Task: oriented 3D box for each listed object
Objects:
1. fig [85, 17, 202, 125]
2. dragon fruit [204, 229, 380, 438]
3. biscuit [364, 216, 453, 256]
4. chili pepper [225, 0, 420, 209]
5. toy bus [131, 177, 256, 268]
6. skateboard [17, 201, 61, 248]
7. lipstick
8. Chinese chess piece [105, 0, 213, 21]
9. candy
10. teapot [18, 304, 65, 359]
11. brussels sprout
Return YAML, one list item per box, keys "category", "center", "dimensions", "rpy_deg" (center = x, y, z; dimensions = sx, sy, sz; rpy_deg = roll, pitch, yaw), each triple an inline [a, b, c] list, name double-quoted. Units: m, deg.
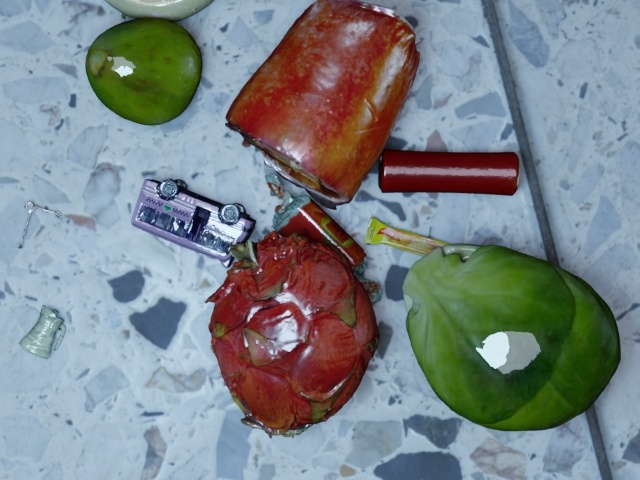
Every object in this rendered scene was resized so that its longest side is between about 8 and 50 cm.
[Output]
- category: "fig"
  center: [-0.300, -0.287, 1.767]
  dimensions: [0.181, 0.191, 0.181]
  rpy_deg: [3, 95, 38]
- category: "dragon fruit"
  center: [-0.047, 0.150, 1.716]
  dimensions: [0.277, 0.277, 0.343]
  rpy_deg: [-20, 99, -1]
- category: "biscuit"
  center: [0.220, 0.022, 1.842]
  dimensions: [0.291, 0.026, 0.048]
  rpy_deg: [16, 82, -1]
- category: "chili pepper"
  center: [0.007, -0.239, 1.771]
  dimensions: [0.251, 0.229, 0.305]
  rpy_deg: [24, 75, 29]
- category: "toy bus"
  center: [-0.216, -0.035, 1.804]
  dimensions: [0.198, 0.096, 0.108]
  rpy_deg: [22, 93, 2]
- category: "skateboard"
  center: [-0.494, -0.020, 1.837]
  dimensions: [0.063, 0.032, 0.083]
  rpy_deg: [19, 86, -10]
- category: "lipstick"
  center: [0.219, -0.117, 1.817]
  dimensions: [0.241, 0.080, 0.080]
  rpy_deg: [2, 89, 0]
- category: "Chinese chess piece"
  center: [-0.276, -0.506, 1.806]
  dimensions: [0.273, 0.102, 0.273]
  rpy_deg: [0, 90, 0]
- category: "candy"
  center: [0.000, 0.000, 1.811]
  dimensions: [0.292, 0.059, 0.086]
  rpy_deg: [44, 127, 0]
- category: "teapot"
  center: [-0.473, 0.158, 1.823]
  dimensions: [0.067, 0.057, 0.083]
  rpy_deg: [29, 85, -37]
- category: "brussels sprout"
  center: [0.297, 0.153, 1.716]
  dimensions: [0.354, 0.281, 0.289]
  rpy_deg: [41, 106, 15]
